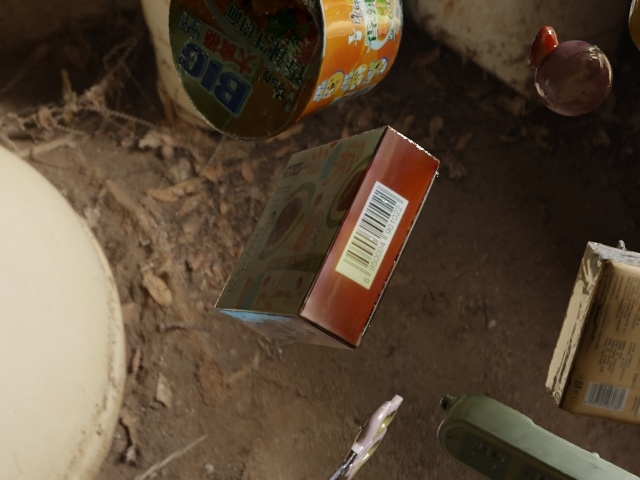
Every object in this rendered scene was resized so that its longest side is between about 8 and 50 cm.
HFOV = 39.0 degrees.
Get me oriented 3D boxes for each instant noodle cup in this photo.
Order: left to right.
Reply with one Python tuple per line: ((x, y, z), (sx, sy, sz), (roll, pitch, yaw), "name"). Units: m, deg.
((-0.039, -0.296, 1.251), (0.296, 0.296, 0.214), (39, 36, 25), "instant noodle cup")

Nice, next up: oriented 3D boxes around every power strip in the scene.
((0.233, 0.225, 0.836), (0.286, 0.080, 0.048), (28, 45, 18), "power strip")

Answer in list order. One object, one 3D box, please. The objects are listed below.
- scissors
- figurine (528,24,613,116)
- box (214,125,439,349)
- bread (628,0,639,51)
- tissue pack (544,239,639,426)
((0.039, 0.318, 1.296), (0.024, 0.160, 0.317), (33, 25, 15), "scissors")
((0.227, -0.145, 0.815), (0.071, 0.083, 0.067), (27, 87, 32), "figurine")
((0.000, 0.000, 1.586), (0.122, 0.385, 0.344), (32, 75, -22), "box")
((0.448, -0.178, 0.648), (0.394, 0.250, 0.361), (11, 18, -32), "bread")
((0.566, 0.166, 1.707), (0.239, 0.305, 0.238), (11, 16, -3), "tissue pack")
